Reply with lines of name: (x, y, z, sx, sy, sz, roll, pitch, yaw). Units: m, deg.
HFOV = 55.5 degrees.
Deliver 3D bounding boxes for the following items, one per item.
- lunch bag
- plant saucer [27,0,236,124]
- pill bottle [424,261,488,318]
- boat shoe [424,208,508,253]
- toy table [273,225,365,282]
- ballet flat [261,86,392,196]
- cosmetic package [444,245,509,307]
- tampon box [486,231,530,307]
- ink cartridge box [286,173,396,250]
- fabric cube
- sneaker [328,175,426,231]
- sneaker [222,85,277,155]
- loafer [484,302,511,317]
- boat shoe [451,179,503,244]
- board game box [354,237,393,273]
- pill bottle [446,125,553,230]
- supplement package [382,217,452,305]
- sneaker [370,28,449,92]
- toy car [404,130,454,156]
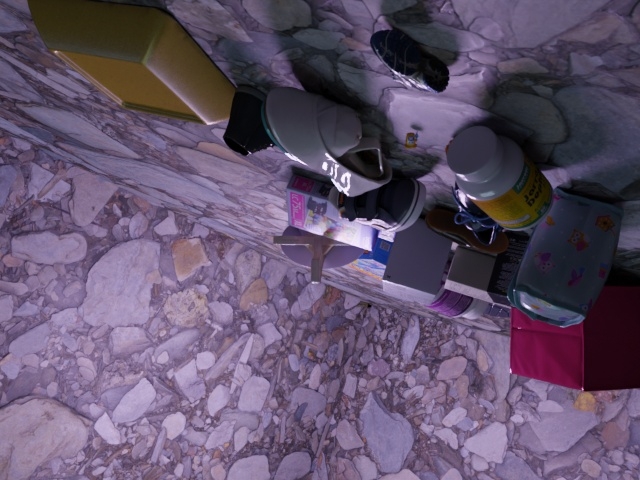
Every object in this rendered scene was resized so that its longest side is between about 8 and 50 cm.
lunch bag: (0.477, 0.048, 1.199, 0.160, 0.223, 0.262, 22, 173, 21)
plant saucer: (-0.351, -0.327, 1.180, 0.333, 0.081, 0.333, 15, 170, 23)
pill bottle: (0.421, 0.160, 2.042, 0.301, 0.169, 0.169, 26, 168, -29)
boat shoe: (0.356, -0.023, 1.490, 0.207, 0.073, 0.073, 25, 173, 9)
toy table: (0.000, 0.000, 1.868, 0.274, 0.252, 0.161, -12, 177, 8)
ballet flat: (0.036, -0.186, 1.135, 0.139, 0.139, 0.400, 14, 173, 27)
cosmetic package: (0.537, 0.127, 1.816, 0.309, 0.113, 0.160, 18, 170, 11)
tampon box: (0.492, 0.080, 1.510, 0.101, 0.161, 0.120, 14, 169, 29)
ink cartridge box: (0.059, -0.067, 1.684, 0.311, 0.065, 0.186, 16, 149, 9)
fabric cube: (0.671, 0.233, 1.561, 0.254, 0.259, 0.258, 3, 176, -21)
sneaker: (0.117, -0.091, 1.413, 0.127, 0.126, 0.321, 17, 173, -20)
sneaker: (-0.108, -0.207, 1.239, 0.083, 0.118, 0.222, 9, 165, 46)
loafer: (0.581, 0.196, 2.231, 0.303, 0.095, 0.109, 15, 139, 3)
boat shoe: (0.344, -0.056, 1.272, 0.109, 0.089, 0.258, 12, 167, 37)
board game box: (0.232, 0.080, 2.205, 0.308, 0.086, 0.302, 25, 168, -27)
pill bottle: (0.300, -0.105, 1.021, 0.118, 0.117, 0.208, 9, 165, 44)
supplement package: (0.268, 0.057, 1.677, 0.149, 0.194, 0.203, 17, 170, 10)
sneaker: (0.114, -0.242, 0.843, 0.135, 0.052, 0.058, 26, 172, -32)
toy car: (0.203, -0.164, 1.077, 0.122, 0.060, 0.040, 10, 135, 17)
